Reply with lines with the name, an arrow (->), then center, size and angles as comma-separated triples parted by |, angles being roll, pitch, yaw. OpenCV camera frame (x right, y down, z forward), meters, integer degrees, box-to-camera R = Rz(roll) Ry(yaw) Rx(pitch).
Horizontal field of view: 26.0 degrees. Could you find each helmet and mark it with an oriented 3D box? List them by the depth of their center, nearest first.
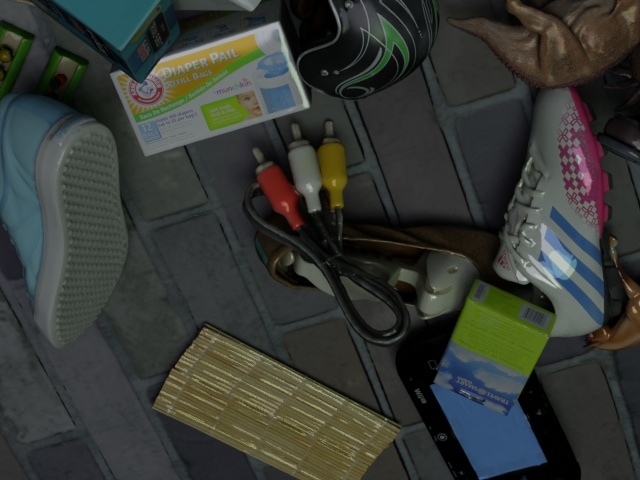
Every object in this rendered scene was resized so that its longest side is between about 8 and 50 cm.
helmet -> 0.048, -0.248, 1.509 | 0.169, 0.169, 0.161 | 30, 130, -16

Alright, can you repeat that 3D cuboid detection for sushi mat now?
sushi mat -> -0.059, 0.235, 1.863 | 0.317, 0.019, 0.151 | 29, 117, -15

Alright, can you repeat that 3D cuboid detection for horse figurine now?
horse figurine -> 0.463, 0.061, 1.742 | 0.263, 0.066, 0.174 | -4, 112, 5

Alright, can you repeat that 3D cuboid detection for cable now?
cable -> 0.000, 0.000, 1.608 | 0.139, 0.287, 0.072 | -21, 156, -5

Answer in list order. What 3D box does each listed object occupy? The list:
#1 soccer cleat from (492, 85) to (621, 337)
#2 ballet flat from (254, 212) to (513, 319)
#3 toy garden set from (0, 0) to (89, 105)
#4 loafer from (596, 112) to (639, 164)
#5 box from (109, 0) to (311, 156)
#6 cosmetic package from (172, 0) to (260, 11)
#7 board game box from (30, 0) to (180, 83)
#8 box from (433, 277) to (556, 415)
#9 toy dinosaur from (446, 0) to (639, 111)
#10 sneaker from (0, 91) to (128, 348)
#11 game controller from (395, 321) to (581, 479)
soccer cleat -> 0.269, -0.026, 1.643 | 0.143, 0.116, 0.331 | -13, 113, -3
ballet flat -> 0.087, 0.037, 1.692 | 0.342, 0.124, 0.116 | 11, 119, -7
toy garden set -> -0.380, -0.243, 1.572 | 0.244, 0.049, 0.203 | 25, 117, -14
loafer -> 0.431, -0.112, 1.588 | 0.303, 0.109, 0.095 | 14, 106, -41
box -> -0.123, -0.190, 1.573 | 0.203, 0.103, 0.114 | -17, 118, 9
cosmetic package -> -0.147, -0.337, 1.320 | 0.217, 0.385, 0.156 | 36, 89, -21
board game box -> -0.298, -0.302, 1.377 | 0.336, 0.254, 0.079 | 37, 88, -3
box -> 0.211, 0.133, 1.690 | 0.109, 0.042, 0.178 | 25, 141, 8
toy dinosaur -> 0.299, -0.221, 1.542 | 0.296, 0.127, 0.200 | -12, 117, 4
sneaker -> -0.325, -0.031, 1.665 | 0.150, 0.135, 0.366 | 33, 136, 23
game controller -> 0.225, 0.236, 1.839 | 0.166, 0.067, 0.319 | -22, 117, 12
